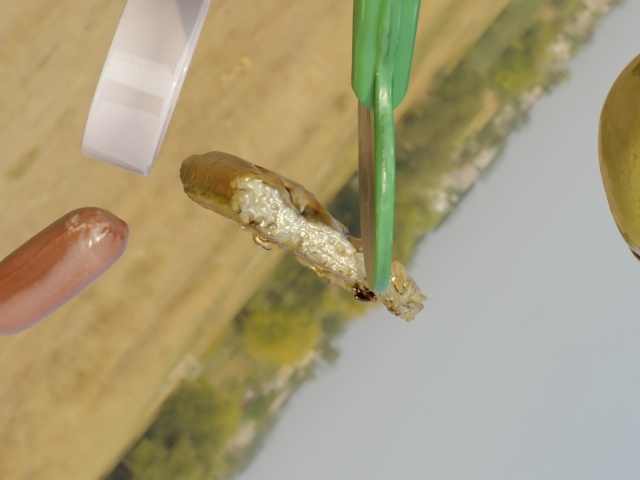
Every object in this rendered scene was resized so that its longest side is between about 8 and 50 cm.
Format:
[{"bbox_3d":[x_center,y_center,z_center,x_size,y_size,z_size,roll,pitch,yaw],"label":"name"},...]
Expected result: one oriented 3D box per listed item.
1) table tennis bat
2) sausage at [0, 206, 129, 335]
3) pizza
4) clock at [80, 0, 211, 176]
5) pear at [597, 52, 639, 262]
[{"bbox_3d":[0.034,-0.077,1.049,0.257,0.039,0.160,93,-5,-52],"label":"table tennis bat"},{"bbox_3d":[-0.268,0.031,1.728,0.194,0.077,0.077,-36,-176,23],"label":"sausage"},{"bbox_3d":[0.000,0.000,1.756,0.071,0.297,0.189,-57,-162,-6],"label":"pizza"},{"bbox_3d":[-0.156,-0.160,1.601,0.197,0.068,0.196,-160,-90,-85],"label":"clock"},{"bbox_3d":[0.428,-0.085,1.784,0.309,0.309,0.309,-50,178,-2],"label":"pear"}]
